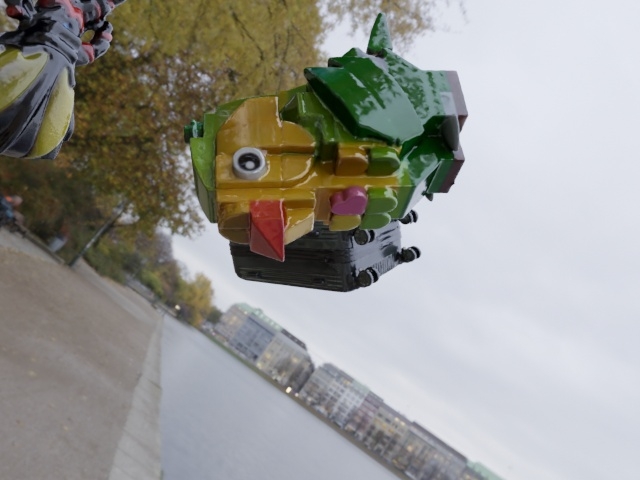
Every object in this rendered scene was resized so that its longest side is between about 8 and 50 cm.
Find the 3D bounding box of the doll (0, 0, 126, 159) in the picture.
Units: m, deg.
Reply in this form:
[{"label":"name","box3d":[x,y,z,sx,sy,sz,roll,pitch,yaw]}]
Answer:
[{"label":"doll","box3d":[-0.286,-0.179,0.595,0.127,0.248,0.088,32,-14,-22]}]

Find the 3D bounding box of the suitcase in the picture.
[{"label":"suitcase","box3d":[0.000,0.000,1.052,0.312,0.202,0.128,2,-75,37]}]

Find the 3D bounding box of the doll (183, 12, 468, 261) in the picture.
[{"label":"doll","box3d":[0.005,-0.065,0.384,0.134,0.186,0.106,54,-22,19]}]
